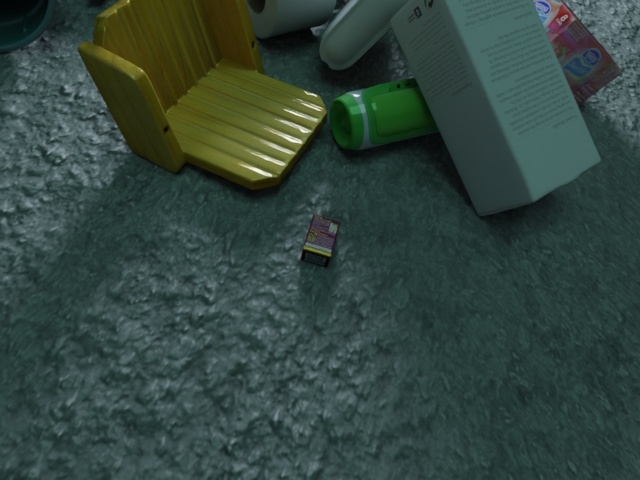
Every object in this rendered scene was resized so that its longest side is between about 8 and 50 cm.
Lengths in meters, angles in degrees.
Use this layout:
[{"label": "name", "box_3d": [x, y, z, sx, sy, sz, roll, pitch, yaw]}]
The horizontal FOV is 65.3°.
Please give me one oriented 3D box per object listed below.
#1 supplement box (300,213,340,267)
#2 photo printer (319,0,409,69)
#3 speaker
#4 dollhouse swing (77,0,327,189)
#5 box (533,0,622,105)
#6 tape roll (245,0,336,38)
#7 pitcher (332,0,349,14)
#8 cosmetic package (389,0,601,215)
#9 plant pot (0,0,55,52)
[{"label": "supplement box", "box_3d": [0.000, 0.000, 0.934, 0.055, 0.043, 0.083, 17, 57, 1]}, {"label": "photo printer", "box_3d": [0.126, -0.540, 1.158, 0.107, 0.308, 0.256, 41, 41, -17]}, {"label": "speaker", "box_3d": [0.175, -0.285, 1.102, 0.297, 0.131, 0.131, -16, 62, -20]}, {"label": "dollhouse swing", "box_3d": [-0.186, -0.321, 0.975, 0.305, 0.315, 0.346, 15, 53, 24]}, {"label": "box", "box_3d": [0.575, -0.458, 1.204, 0.300, 0.142, 0.154, 13, 50, -41]}, {"label": "tape roll", "box_3d": [-0.093, -0.631, 1.206, 0.169, 0.246, 0.246, -24, 65, -24]}, {"label": "pitcher", "box_3d": [0.087, -0.653, 1.320, 0.207, 0.177, 0.125, 15, 30, -37]}, {"label": "cosmetic package", "box_3d": [0.355, -0.306, 1.017, 0.230, 0.161, 0.453, -27, 94, -25]}, {"label": "plant pot", "box_3d": [-0.735, -0.641, 1.063, 0.341, 0.341, 0.334, -5, 50, -14]}]
